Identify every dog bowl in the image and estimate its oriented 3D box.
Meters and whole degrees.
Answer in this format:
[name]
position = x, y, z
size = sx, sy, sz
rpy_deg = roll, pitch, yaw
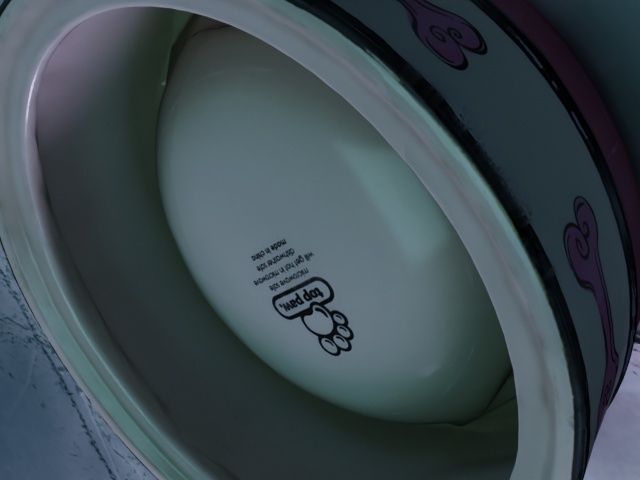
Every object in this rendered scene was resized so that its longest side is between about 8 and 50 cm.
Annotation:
[dog bowl]
position = 0.000, 0.000, 0.783
size = 0.408, 0.150, 0.408
rpy_deg = 25, 134, 28
